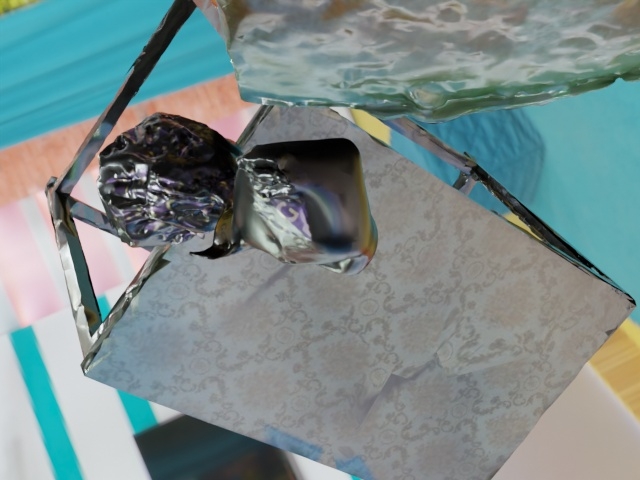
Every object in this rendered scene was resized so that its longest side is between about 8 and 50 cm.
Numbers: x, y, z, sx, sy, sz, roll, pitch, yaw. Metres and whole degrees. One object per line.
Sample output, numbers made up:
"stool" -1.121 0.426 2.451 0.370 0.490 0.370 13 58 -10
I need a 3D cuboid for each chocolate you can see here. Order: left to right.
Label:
"chocolate" -0.031 -0.013 0.392 0.147 0.072 0.070 24 94 56

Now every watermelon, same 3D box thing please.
"watermelon" 0.071 -0.175 0.357 0.302 0.264 0.151 66 -163 -71

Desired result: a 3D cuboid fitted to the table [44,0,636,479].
"table" 0.000 0.000 0.783 0.335 0.222 0.272 29 -166 -32
